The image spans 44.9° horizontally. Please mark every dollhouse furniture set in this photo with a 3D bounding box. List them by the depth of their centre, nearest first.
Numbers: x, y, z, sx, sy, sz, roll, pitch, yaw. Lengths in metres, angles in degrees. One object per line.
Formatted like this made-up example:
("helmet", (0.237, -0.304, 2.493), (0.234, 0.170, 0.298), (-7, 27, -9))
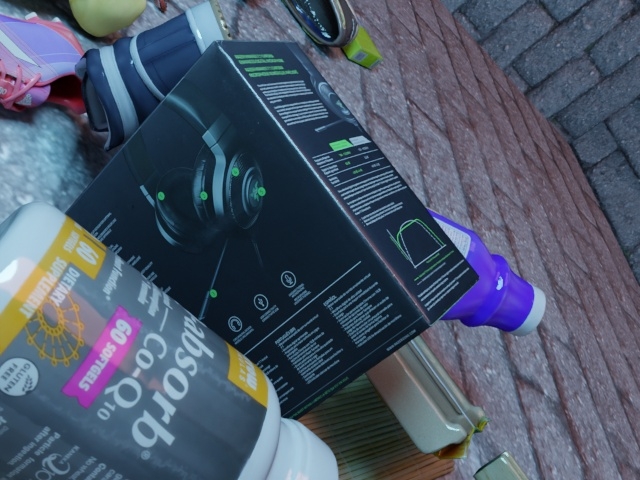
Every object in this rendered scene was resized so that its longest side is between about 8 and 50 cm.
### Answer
("dollhouse furniture set", (0.104, 0.235, 0.812), (0.301, 0.151, 0.197), (54, 11, 16))

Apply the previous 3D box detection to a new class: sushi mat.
("sushi mat", (0.051, 0.212, 0.856), (0.316, 0.019, 0.151), (6, 51, -57))

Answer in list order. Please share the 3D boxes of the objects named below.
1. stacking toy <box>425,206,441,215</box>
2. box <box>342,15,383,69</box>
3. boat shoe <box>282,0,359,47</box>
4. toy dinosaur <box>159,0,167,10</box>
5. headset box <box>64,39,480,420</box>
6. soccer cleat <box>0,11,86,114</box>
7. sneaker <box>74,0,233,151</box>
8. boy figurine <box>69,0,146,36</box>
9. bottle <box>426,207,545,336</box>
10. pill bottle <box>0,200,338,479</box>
("stacking toy", (0.000, 0.000, 0.996), (0.309, 0.130, 0.279), (50, 52, 1))
("box", (0.059, -0.462, 1.684), (0.109, 0.042, 0.178), (4, 54, -58))
("boat shoe", (-0.043, -0.517, 1.507), (0.324, 0.116, 0.097), (56, 22, -7))
("toy dinosaur", (-0.237, -0.360, 1.095), (0.090, 0.047, 0.082), (8, 51, -11))
("headset box", (-0.058, 0.003, 0.659), (0.283, 0.246, 0.131), (52, 29, 7))
("soccer cleat", (-0.293, -0.156, 0.680), (0.095, 0.083, 0.248), (60, 23, 3))
("sneaker", (-0.148, -0.139, 0.790), (0.282, 0.153, 0.099), (84, -17, -79))
("boy figurine", (-0.319, -0.330, 0.837), (0.285, 0.092, 0.177), (30, 33, -40))
("bottle", (0.135, 0.031, 0.909), (0.283, 0.118, 0.092), (24, 1, -19))
("pill bottle", (-0.128, 0.117, 0.514), (0.278, 0.162, 0.162), (42, 28, -22))
